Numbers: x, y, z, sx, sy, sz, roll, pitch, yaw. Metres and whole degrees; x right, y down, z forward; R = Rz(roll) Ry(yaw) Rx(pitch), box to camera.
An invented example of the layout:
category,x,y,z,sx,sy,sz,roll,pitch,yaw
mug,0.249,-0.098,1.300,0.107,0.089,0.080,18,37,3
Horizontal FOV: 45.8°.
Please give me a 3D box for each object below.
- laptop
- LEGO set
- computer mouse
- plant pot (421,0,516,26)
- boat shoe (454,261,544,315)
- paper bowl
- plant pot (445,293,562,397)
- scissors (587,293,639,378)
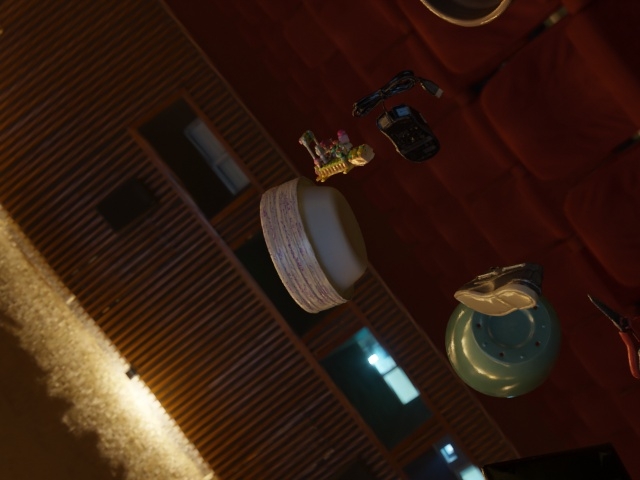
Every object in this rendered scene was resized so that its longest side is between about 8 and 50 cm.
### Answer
category,x,y,z,sx,sy,sz,roll,pitch,yaw
laptop,0.441,0.622,1.375,0.382,0.236,0.407,4,-129,-36
LEGO set,0.023,-0.215,1.757,0.107,0.132,0.287,58,179,-14
computer mouse,0.213,-0.292,1.736,0.262,0.184,0.060,33,-142,-37
plant pot,0.302,-0.546,1.336,0.263,0.229,0.263,37,150,27
boat shoe,0.293,0.076,1.237,0.075,0.065,0.206,33,162,-13
paper bowl,0.000,0.000,1.603,0.284,0.148,0.284,-21,-90,-76
plant pot,0.456,0.230,1.865,0.293,0.293,0.235,59,179,18
scissors,0.543,0.142,1.360,0.297,0.021,0.109,47,-119,-34
